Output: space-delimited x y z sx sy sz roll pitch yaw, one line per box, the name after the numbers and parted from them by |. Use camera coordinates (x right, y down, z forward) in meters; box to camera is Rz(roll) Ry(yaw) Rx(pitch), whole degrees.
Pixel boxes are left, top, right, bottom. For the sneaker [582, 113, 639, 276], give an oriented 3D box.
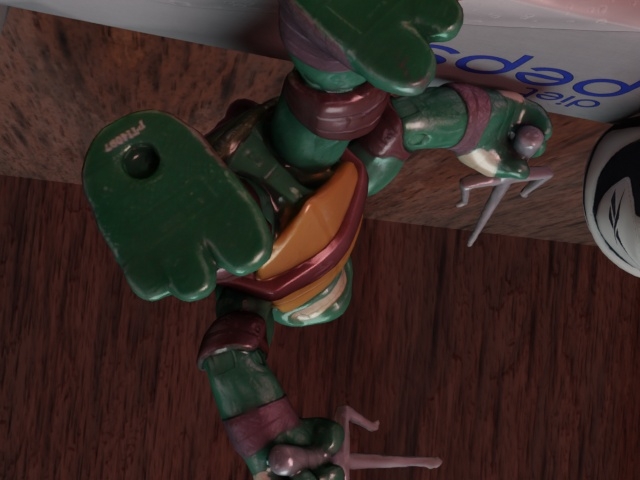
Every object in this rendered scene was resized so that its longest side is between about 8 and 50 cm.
0.217 -0.019 0.448 0.235 0.094 0.153 -3 -165 8 | sneaker

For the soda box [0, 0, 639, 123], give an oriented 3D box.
0.006 -0.116 0.429 0.286 0.091 0.098 9 168 -18 | soda box

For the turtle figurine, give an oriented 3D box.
0.000 0.000 0.426 0.118 0.175 0.234 21 166 15 | turtle figurine

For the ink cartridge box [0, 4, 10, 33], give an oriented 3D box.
-0.172 -0.095 0.504 0.078 0.231 0.134 15 143 -11 | ink cartridge box
